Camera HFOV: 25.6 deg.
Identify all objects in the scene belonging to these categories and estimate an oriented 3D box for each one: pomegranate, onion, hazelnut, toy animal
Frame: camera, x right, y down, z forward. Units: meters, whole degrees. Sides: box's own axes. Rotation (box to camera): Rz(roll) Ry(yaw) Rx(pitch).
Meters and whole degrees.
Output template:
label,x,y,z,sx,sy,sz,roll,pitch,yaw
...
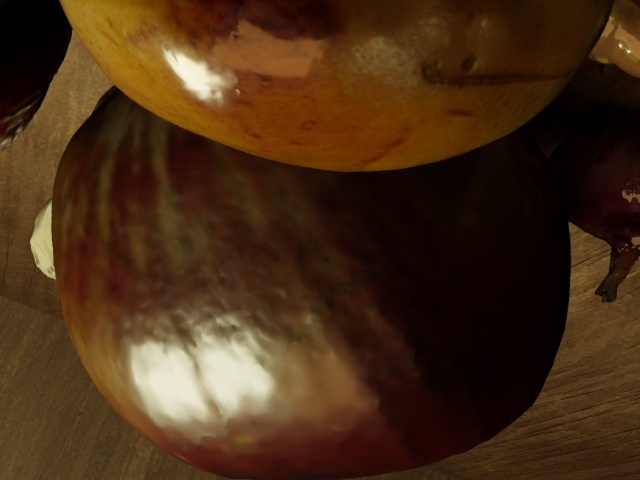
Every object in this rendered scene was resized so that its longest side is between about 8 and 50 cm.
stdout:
label,x,y,z,sx,sy,sz,roll,pitch,yaw
pomegranate,0.005,-0.183,0.748,0.319,0.319,0.319,19,163,6
onion,0.251,-0.017,1.174,0.150,0.140,0.150,21,166,6
hazelnut,0.000,0.000,1.164,0.429,0.402,0.402,-8,148,44
toy animal,0.179,-0.166,0.950,0.224,0.066,0.230,33,180,27

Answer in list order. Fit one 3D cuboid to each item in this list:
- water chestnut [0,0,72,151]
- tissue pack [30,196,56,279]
label,x,y,z,sx,sy,sz,roll,pitch,yaw
water chestnut,-0.324,-0.215,1.023,0.335,0.335,0.347,28,131,-24
tissue pack,-0.089,-0.015,1.508,0.390,0.195,0.375,27,142,-21
